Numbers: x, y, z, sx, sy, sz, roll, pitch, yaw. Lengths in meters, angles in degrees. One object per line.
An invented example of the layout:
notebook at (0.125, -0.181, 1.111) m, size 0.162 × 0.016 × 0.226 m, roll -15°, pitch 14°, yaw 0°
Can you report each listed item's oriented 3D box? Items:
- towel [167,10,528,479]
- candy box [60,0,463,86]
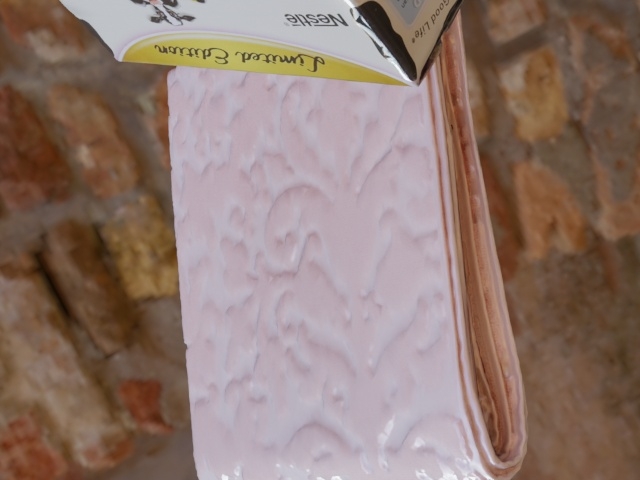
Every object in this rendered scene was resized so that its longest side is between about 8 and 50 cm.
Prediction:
towel at (0.000, 0.000, 0.926) m, size 0.332 × 0.053 × 0.317 m, roll -18°, pitch 75°, yaw 58°
candy box at (-0.068, -0.148, 0.471) m, size 0.159 × 0.071 × 0.233 m, roll 10°, pitch 155°, yaw 41°
